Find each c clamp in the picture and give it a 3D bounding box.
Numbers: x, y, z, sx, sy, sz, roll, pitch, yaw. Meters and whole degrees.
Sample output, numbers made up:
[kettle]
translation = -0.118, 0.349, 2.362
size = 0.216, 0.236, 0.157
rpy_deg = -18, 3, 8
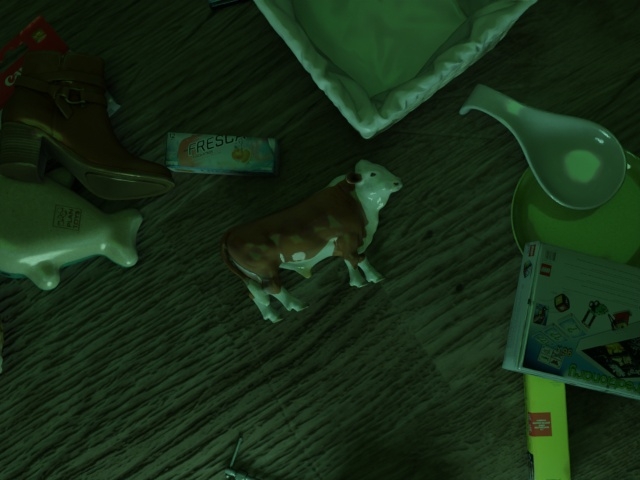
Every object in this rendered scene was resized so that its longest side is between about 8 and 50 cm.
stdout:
[c clamp]
translation = -0.089, 0.411, 1.613
size = 0.160, 0.022, 0.137
rpy_deg = 25, 87, 8

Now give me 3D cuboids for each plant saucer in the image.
[plant saucer]
translation = 0.422, -0.039, 1.601
size = 0.240, 0.037, 0.241
rpy_deg = -1, 85, 6

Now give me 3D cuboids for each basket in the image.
[basket]
translation = 0.094, -0.364, 1.543
size = 0.331, 0.266, 0.328
rpy_deg = -38, 86, 0

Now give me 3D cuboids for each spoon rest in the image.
[spoon rest]
translation = 0.343, -0.153, 1.561
size = 0.276, 0.084, 0.137
rpy_deg = 33, 88, 9

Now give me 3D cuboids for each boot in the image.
[boot]
translation = -0.365, -0.187, 1.625
size = 0.283, 0.109, 0.220
rpy_deg = 7, 67, -5

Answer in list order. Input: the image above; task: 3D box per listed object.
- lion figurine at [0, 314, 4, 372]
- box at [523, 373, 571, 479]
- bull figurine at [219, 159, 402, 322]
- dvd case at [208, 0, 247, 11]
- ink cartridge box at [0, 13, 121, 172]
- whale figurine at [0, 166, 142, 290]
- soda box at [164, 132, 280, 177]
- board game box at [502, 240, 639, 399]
[lion figurine]
translation = -0.625, 0.052, 1.641
size = 0.142, 0.240, 0.392
rpy_deg = -20, 64, -21
[box]
translation = 0.346, 0.270, 1.553
size = 0.058, 0.087, 0.232
rpy_deg = -2, 85, 6
[bull figurine]
translation = 0.000, 0.000, 1.607
size = 0.310, 0.101, 0.189
rpy_deg = -22, 84, 3
[dvd case]
translation = -0.129, -0.533, 1.715
size = 0.180, 0.022, 0.253
rpy_deg = -14, 83, 3
[ink cartridge box]
translation = -0.477, -0.253, 1.707
size = 0.181, 0.056, 0.225
rpy_deg = -41, 84, 0
[whale figurine]
translation = -0.434, -0.013, 1.651
size = 0.271, 0.141, 0.216
rpy_deg = 7, 65, -16
[soda box]
translation = -0.160, -0.140, 1.656
size = 0.183, 0.063, 0.058
rpy_deg = 3, 85, 6
[board game box]
translation = 0.433, 0.130, 1.515
size = 0.305, 0.053, 0.193
rpy_deg = 15, 82, -16
